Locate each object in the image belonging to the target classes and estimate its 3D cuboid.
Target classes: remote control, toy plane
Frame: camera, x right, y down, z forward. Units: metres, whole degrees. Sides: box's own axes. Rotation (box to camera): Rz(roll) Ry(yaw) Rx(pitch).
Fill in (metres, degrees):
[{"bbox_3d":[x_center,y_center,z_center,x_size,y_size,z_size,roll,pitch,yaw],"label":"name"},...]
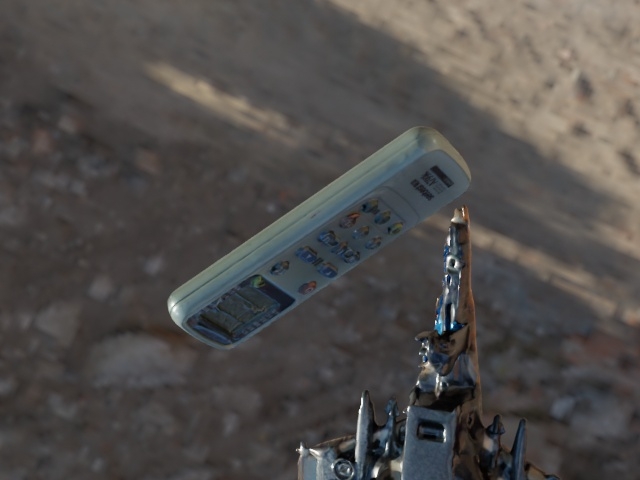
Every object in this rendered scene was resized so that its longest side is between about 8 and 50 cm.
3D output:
[{"bbox_3d":[0.000,0.000,0.707,0.018,0.124,0.053,60,-171,25],"label":"remote control"},{"bbox_3d":[0.052,0.080,0.799,0.135,0.188,0.062,8,-155,18],"label":"toy plane"}]
